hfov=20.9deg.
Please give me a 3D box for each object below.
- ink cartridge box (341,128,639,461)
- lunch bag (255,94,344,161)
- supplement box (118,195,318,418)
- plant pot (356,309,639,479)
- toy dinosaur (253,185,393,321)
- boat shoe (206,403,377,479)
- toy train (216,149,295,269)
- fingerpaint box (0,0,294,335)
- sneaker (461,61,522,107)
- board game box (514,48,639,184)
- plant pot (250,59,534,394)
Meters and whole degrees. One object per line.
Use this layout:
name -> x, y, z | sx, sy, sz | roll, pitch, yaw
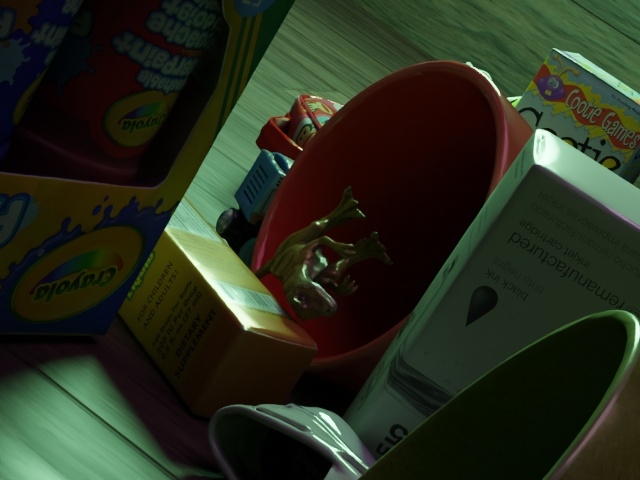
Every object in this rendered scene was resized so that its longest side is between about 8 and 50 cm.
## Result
ink cartridge box -> 0.150, 0.105, 1.129 | 0.207, 0.283, 0.117 | 32, 17, -1
lunch bag -> 0.050, -0.045, 1.764 | 0.258, 0.120, 0.293 | 27, 15, -18
supplement box -> -0.100, 0.036, 1.247 | 0.080, 0.078, 0.233 | 18, 19, -40
plant pot -> 0.133, 0.230, 0.775 | 0.293, 0.275, 0.275 | 47, 13, -4
toy dinosaur -> -0.015, 0.013, 1.293 | 0.064, 0.112, 0.211 | 63, -8, -8
boat shoe -> 0.013, 0.175, 1.015 | 0.084, 0.095, 0.258 | 16, 10, -38
toy train -> 0.000, 0.000, 1.528 | 0.184, 0.105, 0.080 | 26, 15, -23
fingerpaint box -> -0.211, -0.136, 0.978 | 0.163, 0.371, 0.445 | 37, 13, 25
sneaker -> 0.271, -0.090, 2.161 | 0.384, 0.147, 0.145 | 24, 13, -38
board game box -> 0.255, -0.060, 1.940 | 0.142, 0.275, 0.144 | 36, 14, 14
plant pot -> 0.117, 0.033, 1.405 | 0.243, 0.275, 0.275 | 36, 9, -34
